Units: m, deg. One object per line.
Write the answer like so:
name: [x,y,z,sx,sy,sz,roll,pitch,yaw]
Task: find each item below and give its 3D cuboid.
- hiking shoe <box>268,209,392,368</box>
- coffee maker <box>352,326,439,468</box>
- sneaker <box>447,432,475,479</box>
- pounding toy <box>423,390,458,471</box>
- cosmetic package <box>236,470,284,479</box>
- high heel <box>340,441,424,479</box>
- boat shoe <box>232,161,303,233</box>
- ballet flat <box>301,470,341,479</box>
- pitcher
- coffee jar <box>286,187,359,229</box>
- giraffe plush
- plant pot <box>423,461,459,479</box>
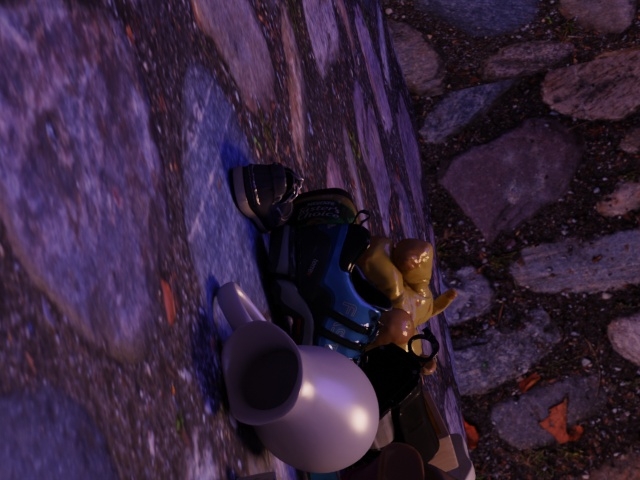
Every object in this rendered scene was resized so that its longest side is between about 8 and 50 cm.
hiking shoe: [0.026,0.116,1.665,0.113,0.132,0.304,-85,164,-60]
coffee maker: [0.106,0.237,1.892,0.178,0.171,0.120,70,-4,-49]
sneaker: [0.223,0.461,2.453,0.350,0.131,0.148,-42,123,-76]
pounding toy: [0.122,0.306,2.091,0.130,0.141,0.100,-114,-176,-55]
cosmetic package: [-0.045,0.269,1.338,0.115,0.041,0.060,59,21,-64]
high heel: [0.044,0.424,1.556,0.181,0.127,0.377,124,-13,-51]
boat shoe: [-0.050,-0.054,1.631,0.206,0.065,0.075,30,49,-78]
ballet flat: [-0.010,0.241,1.601,0.052,0.057,0.168,141,-55,-69]
pitcher: [-0.030,0.140,1.403,0.207,0.125,0.177,44,19,-55]
coffee jar: [0.000,0.000,1.776,0.184,0.096,0.079,-85,164,-63]
giraffe plush: [0.102,0.118,2.061,0.210,0.181,0.170,50,37,-35]
plant pot: [0.163,0.426,1.865,0.229,0.263,0.263,52,22,-31]
